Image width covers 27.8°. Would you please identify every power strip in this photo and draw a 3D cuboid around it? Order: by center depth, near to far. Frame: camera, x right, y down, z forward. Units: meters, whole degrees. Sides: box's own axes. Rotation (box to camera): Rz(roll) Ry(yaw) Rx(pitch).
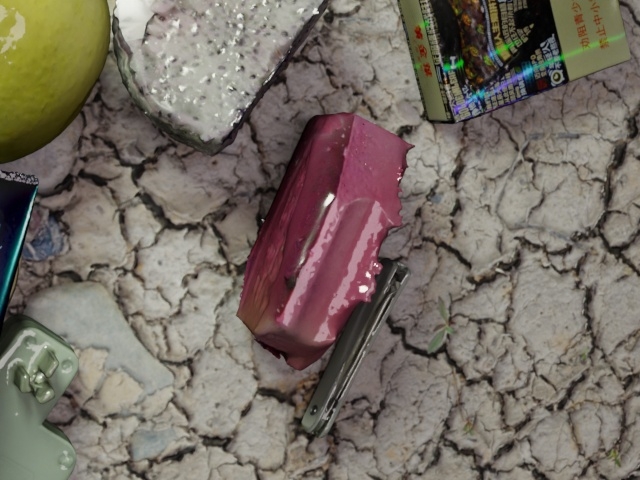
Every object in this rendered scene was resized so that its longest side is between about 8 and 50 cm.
[{"bbox_3d":[-0.392,0.224,1.542,0.229,0.141,0.261,37,84,-24],"label":"power strip"}]

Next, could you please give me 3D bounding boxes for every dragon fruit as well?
[{"bbox_3d":[-0.132,-0.255,1.558,0.204,0.221,0.283,36,83,-3],"label":"dragon fruit"}]

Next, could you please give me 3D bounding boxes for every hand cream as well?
[{"bbox_3d":[-0.390,0.050,1.410,0.120,0.061,0.270,11,82,-17],"label":"hand cream"}]

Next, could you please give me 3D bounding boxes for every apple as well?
[{"bbox_3d":[-0.382,-0.223,1.425,0.292,0.292,0.254,26,69,-24],"label":"apple"}]

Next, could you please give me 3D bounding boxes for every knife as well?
[{"bbox_3d":[0.049,0.146,1.761,0.040,0.073,0.265,29,86,-15],"label":"knife"}]

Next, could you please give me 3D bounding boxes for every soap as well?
[{"bbox_3d":[0.000,0.000,1.648,0.127,0.220,0.325,22,88,-16],"label":"soap"}]

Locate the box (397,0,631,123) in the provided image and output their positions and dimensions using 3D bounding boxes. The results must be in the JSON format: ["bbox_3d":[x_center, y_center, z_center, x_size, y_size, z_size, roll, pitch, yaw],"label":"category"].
[{"bbox_3d":[0.273,-0.299,1.800,0.310,0.084,0.198,-21,104,-21],"label":"box"}]

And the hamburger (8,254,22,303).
[{"bbox_3d":[-0.487,0.018,1.467,0.295,0.151,0.227,7,93,-21],"label":"hamburger"}]
